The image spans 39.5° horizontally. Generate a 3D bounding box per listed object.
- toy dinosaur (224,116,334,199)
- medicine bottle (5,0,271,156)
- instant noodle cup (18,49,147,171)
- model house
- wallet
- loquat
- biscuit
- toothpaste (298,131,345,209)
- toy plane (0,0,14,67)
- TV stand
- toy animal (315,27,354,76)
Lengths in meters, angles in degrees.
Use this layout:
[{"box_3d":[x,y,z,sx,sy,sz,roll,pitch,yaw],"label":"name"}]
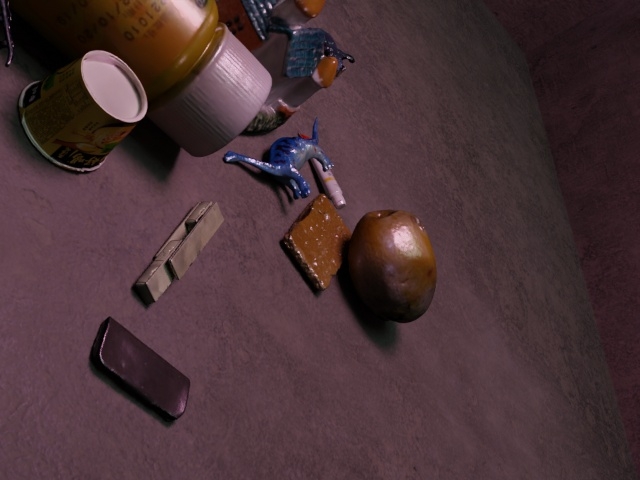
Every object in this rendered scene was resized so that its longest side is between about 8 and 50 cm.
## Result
[{"box_3d":[-0.052,-0.145,1.708,0.144,0.076,0.329,55,38,3],"label":"toy dinosaur"},{"box_3d":[-0.266,-0.317,1.348,0.384,0.224,0.224,44,33,-29],"label":"medicine bottle"},{"box_3d":[-0.324,-0.187,1.243,0.151,0.122,0.151,38,35,-32],"label":"instant noodle cup"},{"box_3d":[-0.075,-0.380,1.663,0.190,0.301,0.271,-17,80,-54],"label":"model house"},{"box_3d":[-0.233,0.171,1.174,0.156,0.018,0.082,44,32,-29],"label":"wallet"},{"box_3d":[0.143,0.052,1.738,0.179,0.179,0.227,-29,107,-62],"label":"loquat"},{"box_3d":[0.000,0.000,1.708,0.131,0.025,0.231,56,27,-10],"label":"biscuit"},{"box_3d":[0.005,-0.146,1.840,0.048,0.031,0.190,14,44,-54],"label":"toothpaste"},{"box_3d":[-0.488,-0.304,1.113,0.155,0.106,0.382,3,67,-45],"label":"toy plane"},{"box_3d":[-0.209,0.012,1.340,0.249,0.042,0.036,-62,139,-56],"label":"TV stand"},{"box_3d":[0.026,-0.443,2.116,0.108,0.062,0.220,40,22,-31],"label":"toy animal"}]
